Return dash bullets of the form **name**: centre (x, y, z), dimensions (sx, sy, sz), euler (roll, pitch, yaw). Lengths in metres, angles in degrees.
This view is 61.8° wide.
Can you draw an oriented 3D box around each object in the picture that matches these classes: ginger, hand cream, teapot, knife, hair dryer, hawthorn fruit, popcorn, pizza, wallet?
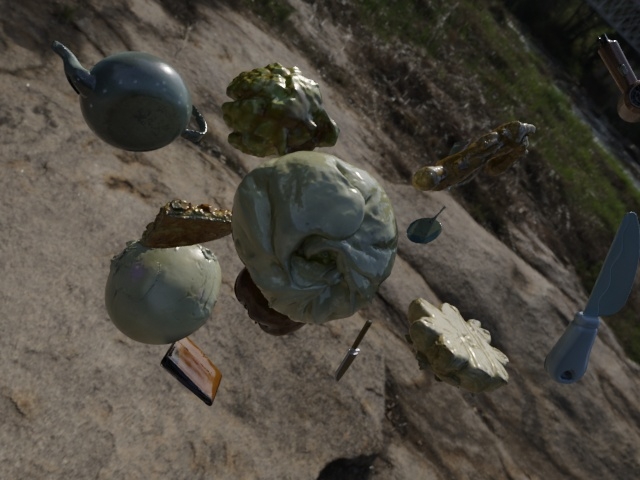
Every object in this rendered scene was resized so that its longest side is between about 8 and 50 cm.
- **ginger**: centre (0.250, -0.134, 0.857), dimensions (0.193, 0.176, 0.052), euler (-5, 58, -46)
- **hand cream**: centre (0.442, -0.252, 1.789), dimensions (0.047, 0.174, 0.076), euler (26, -7, -26)
- **teapot**: centre (-0.335, -0.256, 0.976), dimensions (0.294, 0.193, 0.129), euler (15, 46, -45)
- **knife**: centre (0.099, 0.337, 1.600), dimensions (0.046, 0.256, 0.022), euler (-1, 37, -45)
- **knife**: centre (0.485, 0.110, 0.923), dimensions (0.080, 0.331, 0.044), euler (15, 20, -7)
- **hair dryer**: centre (0.576, -0.315, 1.018), dimensions (0.181, 0.064, 0.117), euler (65, 22, 9)
- **hawthorn fruit**: centre (-0.079, 0.104, 1.304), dimensions (0.208, 0.248, 0.208), euler (46, -10, 10)
- **popcorn**: centre (-0.123, -0.364, 1.551), dimensions (0.335, 0.274, 0.278), euler (-25, 106, -48)
- **pizza**: centre (-0.308, -0.043, 1.229), dimensions (0.197, 0.292, 0.058), euler (43, 37, -63)
- **wallet**: centre (-0.376, 0.380, 1.574), dimensions (0.195, 0.042, 0.161), euler (48, 12, -10)

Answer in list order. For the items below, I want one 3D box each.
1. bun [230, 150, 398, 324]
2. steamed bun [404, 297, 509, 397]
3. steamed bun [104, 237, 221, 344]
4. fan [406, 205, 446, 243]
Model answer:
- **bun**: centre (0.000, 0.000, 0.773), dimensions (0.259, 0.259, 0.160), euler (32, 6, -19)
- **steamed bun**: centre (0.317, 0.276, 1.331), dimensions (0.292, 0.137, 0.295), euler (40, 25, 9)
- **steamed bun**: centre (-0.477, 0.137, 1.565), dimensions (0.233, 0.334, 0.311), euler (57, 25, -46)
- **fan**: centre (0.349, -0.053, 1.709), dimensions (0.113, 0.175, 0.005), euler (26, -28, 41)
